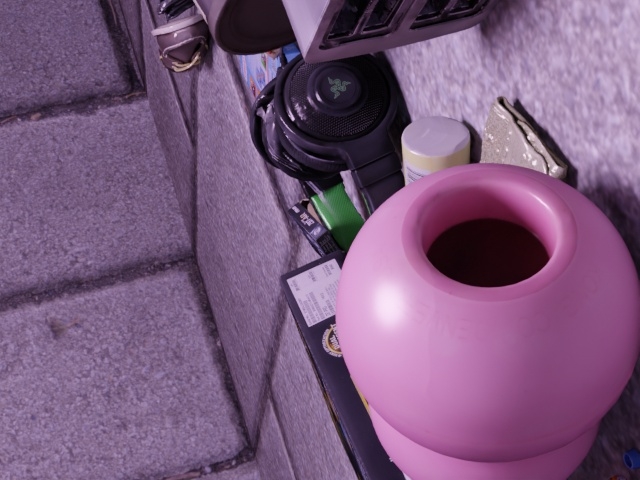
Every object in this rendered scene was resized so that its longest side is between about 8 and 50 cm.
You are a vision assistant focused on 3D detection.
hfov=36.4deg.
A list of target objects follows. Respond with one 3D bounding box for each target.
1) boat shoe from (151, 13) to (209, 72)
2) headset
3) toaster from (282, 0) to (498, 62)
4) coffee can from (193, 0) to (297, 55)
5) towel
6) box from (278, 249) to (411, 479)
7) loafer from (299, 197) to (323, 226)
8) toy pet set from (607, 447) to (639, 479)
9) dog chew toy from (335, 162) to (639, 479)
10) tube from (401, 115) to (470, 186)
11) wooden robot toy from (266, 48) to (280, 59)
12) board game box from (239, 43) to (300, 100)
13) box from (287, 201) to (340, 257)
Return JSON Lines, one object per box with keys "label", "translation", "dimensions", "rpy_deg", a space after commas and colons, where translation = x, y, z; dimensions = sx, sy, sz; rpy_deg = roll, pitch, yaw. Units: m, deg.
{"label": "boat shoe", "translation": [-0.282, -0.399, 1.999], "dimensions": [0.324, 0.117, 0.096], "rpy_deg": [-150, 44, -76]}
{"label": "headset", "translation": [-0.026, -0.130, 1.091], "dimensions": [0.394, 0.185, 0.243], "rpy_deg": [66, 167, -5]}
{"label": "toaster", "translation": [0.052, -0.222, 0.731], "dimensions": [0.185, 0.168, 0.110], "rpy_deg": [132, 123, -72]}
{"label": "coffee can", "translation": [-0.081, -0.348, 0.935], "dimensions": [0.275, 0.201, 0.201], "rpy_deg": [58, 162, 11]}
{"label": "towel", "translation": [0.157, -0.032, 0.789], "dimensions": [0.110, 0.027, 0.148], "rpy_deg": [-117, 19, -45]}
{"label": "box", "translation": [0.087, 0.247, 1.074], "dimensions": [0.395, 0.097, 0.318], "rpy_deg": [-119, 5, -47]}
{"label": "loafer", "translation": [0.011, -0.027, 1.318], "dimensions": [0.148, 0.050, 0.056], "rpy_deg": [-139, 38, -67]}
{"label": "toy pet set", "translation": [0.225, 0.235, 0.693], "dimensions": [0.122, 0.065, 0.114], "rpy_deg": [-125, 26, -57]}
{"label": "dog chew toy", "translation": [0.122, 0.100, 0.728], "dimensions": [0.332, 0.207, 0.206], "rpy_deg": [80, 168, -50]}
{"label": "tube", "translation": [0.114, -0.007, 0.938], "dimensions": [0.240, 0.062, 0.070], "rpy_deg": [83, -151, -41]}
{"label": "wooden robot toy", "translation": [-0.075, -0.314, 1.279], "dimensions": [0.076, 0.079, 0.173], "rpy_deg": [40, 132, 32]}
{"label": "board game box", "translation": [-0.079, -0.267, 1.470], "dimensions": [0.160, 0.039, 0.211], "rpy_deg": [91, 159, -44]}
{"label": "box", "translation": [0.000, 0.000, 1.150], "dimensions": [0.067, 0.018, 0.083], "rpy_deg": [46, 173, 42]}
